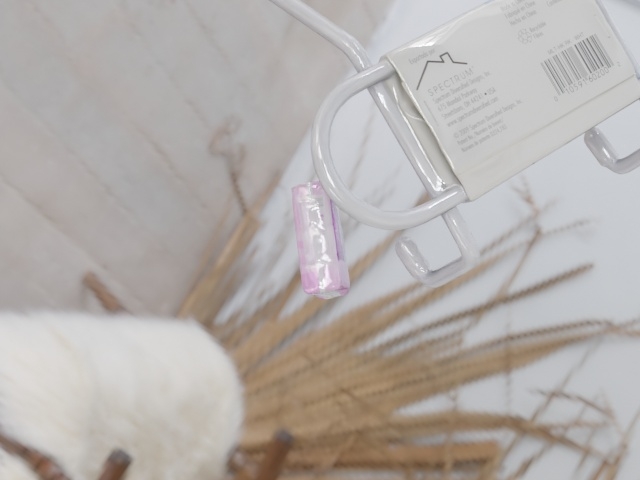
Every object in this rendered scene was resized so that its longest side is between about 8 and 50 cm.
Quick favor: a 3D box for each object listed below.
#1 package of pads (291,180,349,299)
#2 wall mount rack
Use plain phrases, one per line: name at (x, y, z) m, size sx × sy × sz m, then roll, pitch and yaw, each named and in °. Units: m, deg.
package of pads at (0.000, 0.000, 1.124) m, size 0.050 × 0.032 × 0.083 m, roll 41°, pitch 41°, yaw -80°
wall mount rack at (0.095, -0.146, 1.143) m, size 0.350 × 0.304 × 0.130 m, roll -29°, pitch 178°, yaw -25°
